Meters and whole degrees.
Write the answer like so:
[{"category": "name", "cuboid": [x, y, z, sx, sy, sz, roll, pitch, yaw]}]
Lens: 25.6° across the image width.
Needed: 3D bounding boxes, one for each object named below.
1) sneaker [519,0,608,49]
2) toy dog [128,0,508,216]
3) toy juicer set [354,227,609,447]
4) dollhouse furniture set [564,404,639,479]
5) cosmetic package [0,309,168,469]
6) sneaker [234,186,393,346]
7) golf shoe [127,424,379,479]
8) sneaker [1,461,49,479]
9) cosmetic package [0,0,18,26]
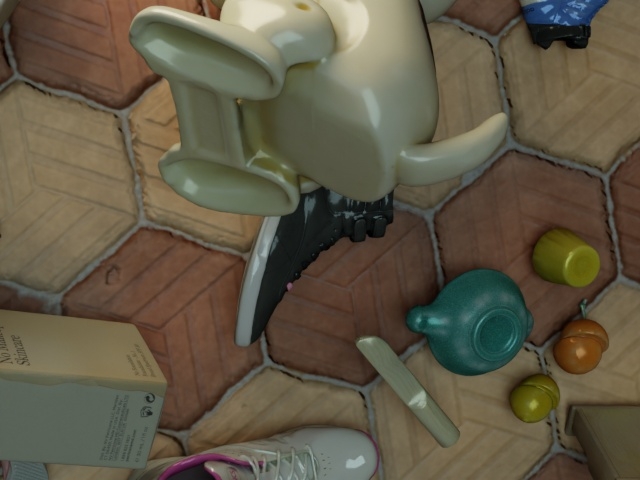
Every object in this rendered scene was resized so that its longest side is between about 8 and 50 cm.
[{"category": "sneaker", "cuboid": [0.321, -0.275, 1.695, 0.152, 0.058, 0.085, -15, 92, -5]}, {"category": "toy dog", "cuboid": [0.031, -0.257, 1.503, 0.395, 0.285, 0.408, 9, 54, 22]}, {"category": "toy juicer set", "cuboid": [0.201, 0.134, 1.702, 0.329, 0.089, 0.209, -24, 112, -16]}, {"category": "dollhouse furniture set", "cuboid": [0.361, 0.347, 1.741, 0.212, 0.161, 0.242, 2, 116, -11]}, {"category": "cosmetic package", "cuboid": [-0.339, 0.154, 1.516, 0.309, 0.160, 0.113, 9, 108, -27]}, {"category": "sneaker", "cuboid": [0.000, 0.000, 1.635, 0.146, 0.104, 0.296, 20, 87, -7]}, {"category": "golf shoe", "cuboid": [-0.073, 0.282, 1.624, 0.306, 0.140, 0.115, -13, 81, -10]}, {"category": "sneaker", "cuboid": [-0.347, 0.246, 1.626, 0.051, 0.070, 0.134, -11, 126, -18]}, {"category": "cosmetic package", "cuboid": [-0.379, -0.291, 1.455, 0.156, 0.217, 0.385, 32, 79, -12]}]
